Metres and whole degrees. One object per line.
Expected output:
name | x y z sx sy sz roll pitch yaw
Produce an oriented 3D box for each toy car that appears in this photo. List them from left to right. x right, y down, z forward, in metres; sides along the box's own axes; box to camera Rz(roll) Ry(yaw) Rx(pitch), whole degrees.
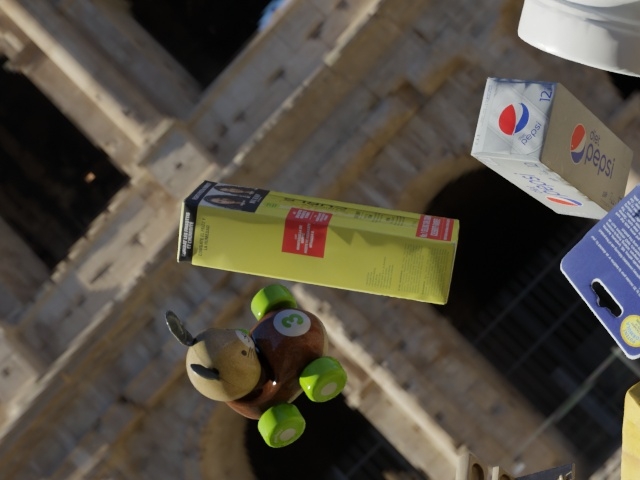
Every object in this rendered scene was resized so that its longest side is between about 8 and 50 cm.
toy car | -0.093 0.128 1.480 0.149 0.155 0.188 -49 -40 16

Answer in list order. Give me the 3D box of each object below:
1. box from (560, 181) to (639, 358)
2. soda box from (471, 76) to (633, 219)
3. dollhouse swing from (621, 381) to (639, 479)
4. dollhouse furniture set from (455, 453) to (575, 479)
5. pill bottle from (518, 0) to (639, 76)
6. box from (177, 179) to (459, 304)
box | 0.318 -0.012 1.104 0.225 0.136 0.036 -46 -47 15
soda box | 0.285 -0.105 1.568 0.286 0.091 0.098 23 -102 -57
dollhouse swing | 0.440 0.298 1.173 0.315 0.305 0.346 -26 -55 -31
dollhouse furniture set | 0.309 0.400 2.073 0.123 0.151 0.144 -23 42 37
pill bottle | 0.248 -0.273 0.980 0.162 0.162 0.278 -23 -50 -60
box | 0.000 0.000 1.125 0.087 0.232 0.058 -59 -22 -73
